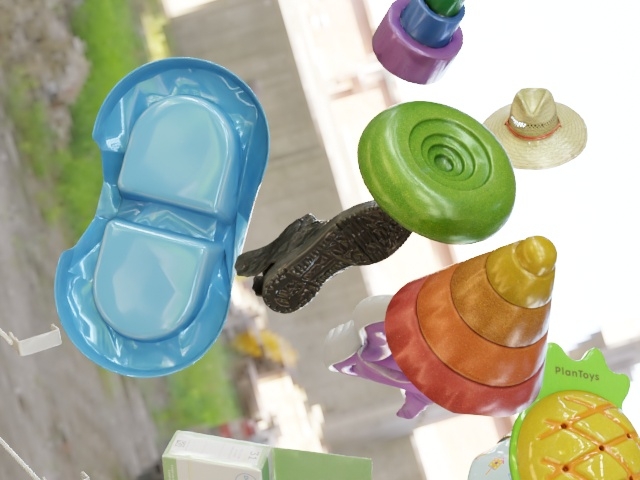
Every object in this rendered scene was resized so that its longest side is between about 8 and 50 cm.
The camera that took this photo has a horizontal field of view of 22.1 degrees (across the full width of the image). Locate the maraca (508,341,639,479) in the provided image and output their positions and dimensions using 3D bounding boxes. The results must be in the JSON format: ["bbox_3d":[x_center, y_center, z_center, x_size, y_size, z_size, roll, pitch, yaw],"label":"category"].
[{"bbox_3d":[0.220,0.174,1.399,0.099,0.127,0.186,127,-30,-57],"label":"maraca"}]

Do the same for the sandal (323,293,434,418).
[{"bbox_3d":[0.102,0.119,1.551,0.416,0.169,0.102,130,-37,-78],"label":"sandal"}]

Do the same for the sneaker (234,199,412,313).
[{"bbox_3d":[0.002,0.002,1.317,0.051,0.170,0.089,49,20,-20],"label":"sneaker"}]

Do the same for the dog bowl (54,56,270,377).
[{"bbox_3d":[-0.141,-0.020,1.531,0.074,0.166,0.297,31,73,-83],"label":"dog bowl"}]

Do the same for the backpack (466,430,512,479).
[{"bbox_3d":[0.247,0.303,1.868,0.188,0.144,0.166,-10,95,-52],"label":"backpack"}]

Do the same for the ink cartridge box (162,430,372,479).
[{"bbox_3d":[-0.060,0.315,1.905,0.056,0.235,0.171,-63,157,-53],"label":"ink cartridge box"}]

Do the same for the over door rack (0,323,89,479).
[{"bbox_3d":[-0.448,0.194,2.154,0.324,0.108,0.239,18,-56,45],"label":"over door rack"}]

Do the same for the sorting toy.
[{"bbox_3d":[0.109,-0.061,1.161,0.126,0.127,0.365,123,-31,-47],"label":"sorting toy"}]

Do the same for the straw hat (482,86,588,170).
[{"bbox_3d":[0.257,-0.153,1.985,0.144,0.144,0.061,-108,-170,-49],"label":"straw hat"}]
